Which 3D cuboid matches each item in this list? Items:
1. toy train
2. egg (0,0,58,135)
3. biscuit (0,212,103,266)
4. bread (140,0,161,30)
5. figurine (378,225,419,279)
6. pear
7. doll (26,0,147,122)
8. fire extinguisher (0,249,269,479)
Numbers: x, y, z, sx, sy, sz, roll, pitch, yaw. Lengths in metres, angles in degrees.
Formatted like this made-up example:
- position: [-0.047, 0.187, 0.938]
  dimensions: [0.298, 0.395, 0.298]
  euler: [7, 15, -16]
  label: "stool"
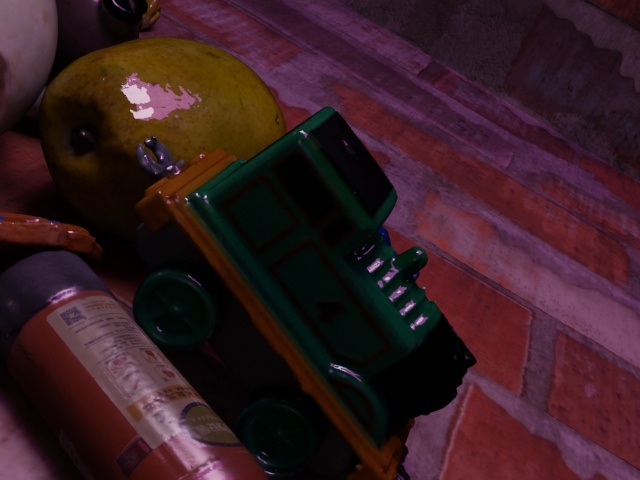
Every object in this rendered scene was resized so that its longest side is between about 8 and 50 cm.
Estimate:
- position: [-0.007, 0.052, 0.952]
  dimensions: [0.429, 0.249, 0.178]
  euler: [53, 22, -6]
  label: "toy train"
- position: [-0.433, -0.254, 1.097]
  dimensions: [0.278, 0.278, 0.336]
  euler: [17, 33, -27]
  label: "egg"
- position: [-0.294, -0.002, 0.949]
  dimensions: [0.183, 0.043, 0.280]
  euler: [3, -3, 23]
  label: "biscuit"
- position: [-0.346, -0.437, 1.807]
  dimensions: [0.083, 0.094, 0.157]
  euler: [37, 16, 26]
  label: "bread"
- position: [0.007, 0.000, 1.296]
  dimensions: [0.262, 0.121, 0.164]
  euler: [28, 27, 0]
  label: "figurine"
- position: [-0.178, -0.112, 1.139]
  dimensions: [0.253, 0.253, 0.307]
  euler: [37, 19, 16]
  label: "pear"
- position: [-0.310, -0.237, 1.250]
  dimensions: [0.117, 0.257, 0.182]
  euler: [6, 55, -49]
  label: "doll"
- position: [-0.122, 0.162, 0.830]
  dimensions: [0.200, 0.113, 0.376]
  euler: [-1, 38, -51]
  label: "fire extinguisher"
